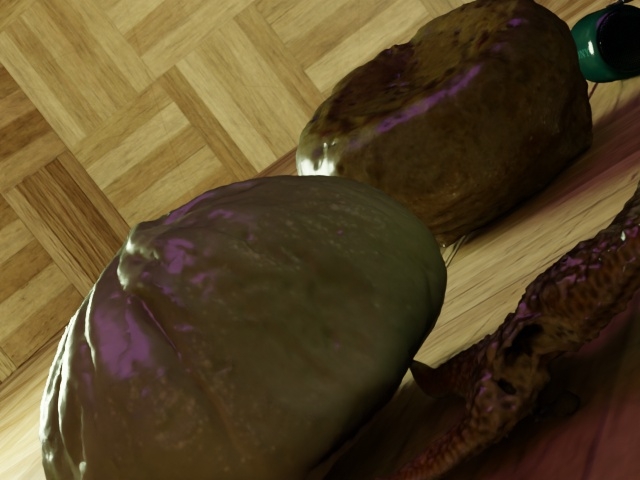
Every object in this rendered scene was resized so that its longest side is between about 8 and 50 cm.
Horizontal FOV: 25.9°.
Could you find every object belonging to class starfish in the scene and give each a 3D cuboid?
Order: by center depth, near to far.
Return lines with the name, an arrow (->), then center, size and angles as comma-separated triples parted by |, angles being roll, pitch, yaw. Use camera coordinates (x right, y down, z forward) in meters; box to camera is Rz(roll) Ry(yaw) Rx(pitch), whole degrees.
starfish -> 0.109, 0.018, 0.588 | 0.247, 0.050, 0.138 | -48, 5, 28

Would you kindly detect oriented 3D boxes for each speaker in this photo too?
speaker -> 0.251, -0.170, 1.137 | 0.094, 0.060, 0.075 | -38, 8, -7

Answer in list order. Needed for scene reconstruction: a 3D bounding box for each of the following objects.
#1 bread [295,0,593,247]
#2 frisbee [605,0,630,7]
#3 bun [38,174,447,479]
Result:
bread -> 0.096, -0.083, 1.027 | 0.230, 0.123, 0.230 | -31, 17, 11
frisbee -> 0.321, -0.224, 1.165 | 0.211, 0.012, 0.187 | -34, 13, -34
bun -> -0.046, 0.052, 0.708 | 0.244, 0.153, 0.244 | -44, 5, 5
